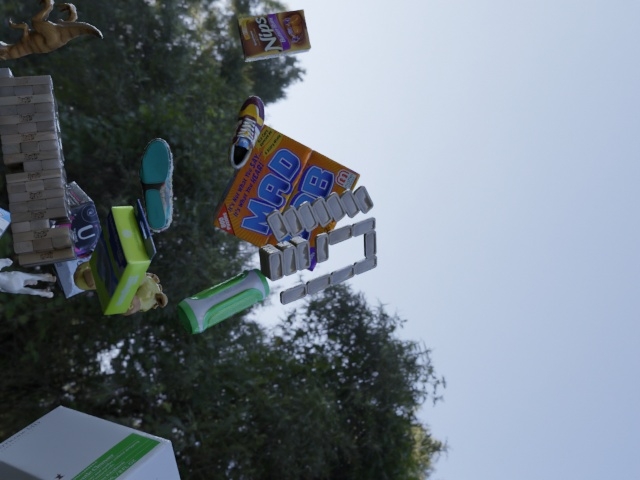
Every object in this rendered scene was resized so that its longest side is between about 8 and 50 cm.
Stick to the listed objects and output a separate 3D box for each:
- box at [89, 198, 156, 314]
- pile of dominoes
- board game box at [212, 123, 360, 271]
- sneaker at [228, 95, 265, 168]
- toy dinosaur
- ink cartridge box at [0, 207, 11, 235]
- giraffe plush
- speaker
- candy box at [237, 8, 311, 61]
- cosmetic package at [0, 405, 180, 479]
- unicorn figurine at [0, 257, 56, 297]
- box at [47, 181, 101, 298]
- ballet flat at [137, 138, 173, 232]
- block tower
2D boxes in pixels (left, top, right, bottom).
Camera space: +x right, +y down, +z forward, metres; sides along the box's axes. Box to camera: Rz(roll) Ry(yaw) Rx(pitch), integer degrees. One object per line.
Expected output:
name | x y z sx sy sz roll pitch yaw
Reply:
box | -0.321 0.029 0.937 0.178 0.042 0.109 -51 -125 41
pile of dominoes | 0.000 0.000 1.124 0.040 0.251 0.196 31 -48 48
board game box | -0.133 -0.152 2.010 0.356 0.356 0.356 -64 -167 2
sneaker | -0.184 -0.268 1.468 0.084 0.070 0.185 -104 -150 -68
toy dinosaur | -0.385 -0.306 0.856 0.211 0.064 0.112 -7 -107 17
ink cartridge box | -0.886 -0.029 1.479 0.082 0.140 0.190 -49 -155 16
giraffe plush | -0.463 0.104 1.415 0.170 0.210 0.181 67 -14 -17
speaker | -0.320 0.198 1.948 0.131 0.296 0.131 40 -37 38
candy box | -0.127 -0.563 1.610 0.053 0.187 0.109 -157 -125 -79
cosmetic package | -0.489 0.489 1.210 0.366 0.197 0.155 4 -69 31
unicorn figurine | -0.486 0.062 0.935 0.162 0.111 0.060 -32 -127 50
box | -0.658 -0.004 1.544 0.163 0.142 0.247 34 -42 43
ballet flat | -0.424 -0.142 1.519 0.077 0.091 0.241 -131 -135 -81
block tower | -0.499 -0.128 1.027 0.091 0.097 0.335 157 -77 -71
